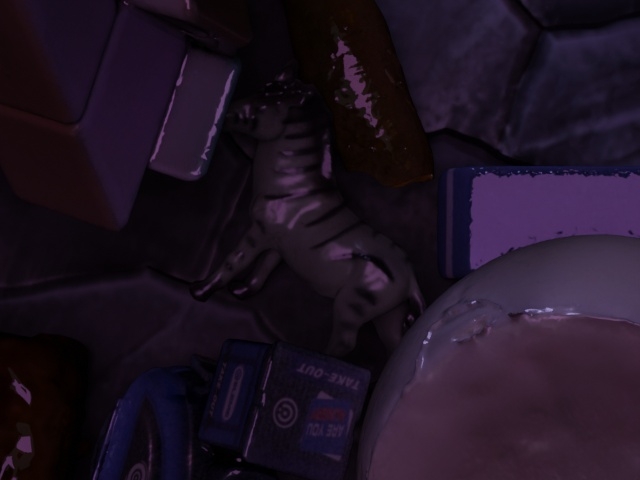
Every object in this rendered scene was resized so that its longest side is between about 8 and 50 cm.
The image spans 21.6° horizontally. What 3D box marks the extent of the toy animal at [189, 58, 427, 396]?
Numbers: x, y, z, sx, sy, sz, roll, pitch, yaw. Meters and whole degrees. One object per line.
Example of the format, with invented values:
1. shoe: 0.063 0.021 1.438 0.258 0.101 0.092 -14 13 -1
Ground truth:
1. toy animal: 0.001 -0.002 1.176 0.217 0.073 0.176 39 114 6

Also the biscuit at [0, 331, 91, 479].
1. biscuit: -0.362 0.205 1.148 0.395 0.166 0.343 6 87 -9

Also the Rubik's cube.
1. Rubik's cube: -0.197 -0.227 1.099 0.358 0.368 0.387 17 89 23

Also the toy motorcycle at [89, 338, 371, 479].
1. toy motorcycle: -0.090 0.241 1.113 0.125 0.212 0.358 19 80 -32

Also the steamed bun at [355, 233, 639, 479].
1. steamed bun: 0.181 0.156 1.088 0.324 0.206 0.324 4 103 16

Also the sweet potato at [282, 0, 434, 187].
1. sweet potato: 0.008 -0.144 1.200 0.077 0.077 0.244 -26 86 6

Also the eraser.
1. eraser: 0.194 -0.011 1.186 0.225 0.036 0.082 0 87 8
